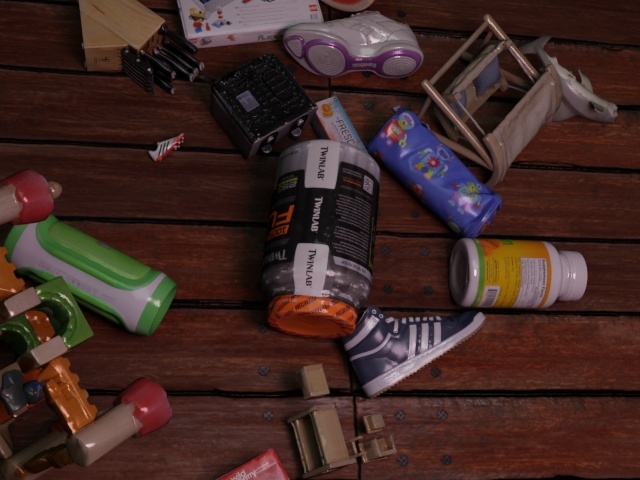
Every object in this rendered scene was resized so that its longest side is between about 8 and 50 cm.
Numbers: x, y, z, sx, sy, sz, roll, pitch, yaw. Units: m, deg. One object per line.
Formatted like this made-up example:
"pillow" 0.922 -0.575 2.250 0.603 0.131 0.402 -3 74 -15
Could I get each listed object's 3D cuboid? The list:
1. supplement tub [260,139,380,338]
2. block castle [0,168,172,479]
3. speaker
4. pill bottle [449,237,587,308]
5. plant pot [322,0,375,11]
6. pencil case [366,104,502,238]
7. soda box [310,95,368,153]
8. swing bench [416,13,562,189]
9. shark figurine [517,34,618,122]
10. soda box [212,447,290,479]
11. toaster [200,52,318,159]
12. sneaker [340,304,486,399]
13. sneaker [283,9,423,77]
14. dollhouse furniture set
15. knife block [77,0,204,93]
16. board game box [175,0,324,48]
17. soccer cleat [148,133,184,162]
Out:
"supplement tub" 0.000 0.000 1.600 0.207 0.207 0.338 9 66 -7
"block castle" -0.451 0.145 1.362 0.213 0.303 0.453 -31 92 -50
"speaker" -0.415 0.058 1.542 0.297 0.131 0.131 27 66 1
"pill bottle" 0.390 0.066 1.686 0.246 0.136 0.136 2 68 -10
"plant pot" 0.088 -0.645 1.840 0.275 0.275 0.243 31 64 3
"pencil case" 0.236 -0.137 1.747 0.306 0.119 0.133 44 73 7
"soda box" 0.042 -0.206 1.772 0.063 0.058 0.183 -22 75 -18
"swing bench" 0.357 -0.290 1.808 0.255 0.165 0.253 39 66 6
"shark figurine" 0.533 -0.330 1.899 0.278 0.116 0.166 43 33 -1
"soda box" -0.178 0.458 1.450 0.263 0.083 0.092 -25 76 -20
"toaster" -0.126 -0.277 1.740 0.168 0.110 0.185 -33 78 -21
"sneaker" 0.171 0.168 1.625 0.282 0.099 0.153 -29 78 -17
"sneaker" 0.066 -0.433 1.856 0.305 0.114 0.152 5 54 -13
"dollhouse furniture set" 0.029 0.323 1.559 0.161 0.101 0.181 -1 66 -37
"knife block" -0.373 -0.436 1.770 0.242 0.088 0.275 -7 70 -14
"board game box" -0.162 -0.526 1.864 0.305 0.053 0.193 -9 71 -14
"soccer cleat" -0.308 -0.191 1.716 0.035 0.029 0.083 42 72 3
